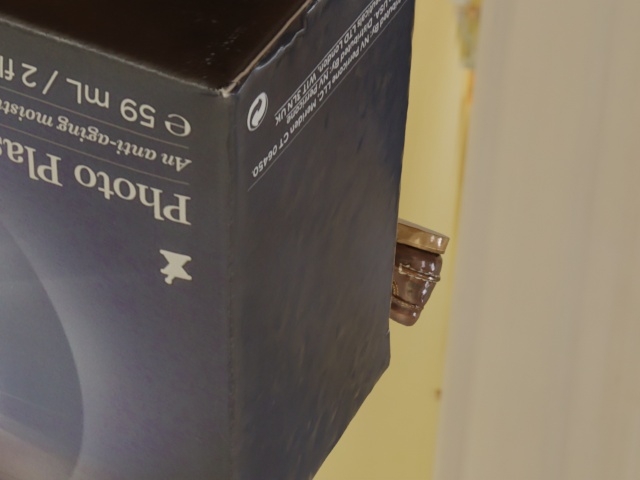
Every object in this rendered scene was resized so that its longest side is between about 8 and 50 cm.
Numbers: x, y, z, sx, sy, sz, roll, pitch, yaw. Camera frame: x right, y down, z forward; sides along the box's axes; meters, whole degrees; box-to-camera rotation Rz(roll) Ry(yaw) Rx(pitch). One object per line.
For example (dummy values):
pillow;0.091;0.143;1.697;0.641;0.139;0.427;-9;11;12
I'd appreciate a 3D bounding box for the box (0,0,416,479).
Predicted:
box;-0.126;-0.039;0.823;0.296;0.294;0.182;20;-134;18

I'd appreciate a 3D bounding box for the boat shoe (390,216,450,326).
boat shoe;0.000;0.000;1.320;0.073;0.073;0.207;10;-170;-44
